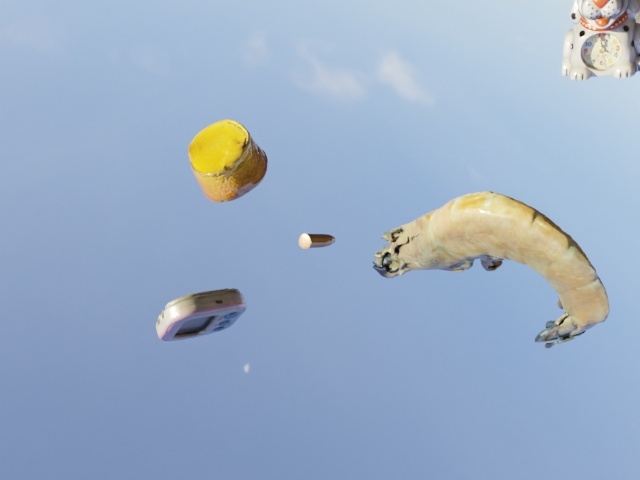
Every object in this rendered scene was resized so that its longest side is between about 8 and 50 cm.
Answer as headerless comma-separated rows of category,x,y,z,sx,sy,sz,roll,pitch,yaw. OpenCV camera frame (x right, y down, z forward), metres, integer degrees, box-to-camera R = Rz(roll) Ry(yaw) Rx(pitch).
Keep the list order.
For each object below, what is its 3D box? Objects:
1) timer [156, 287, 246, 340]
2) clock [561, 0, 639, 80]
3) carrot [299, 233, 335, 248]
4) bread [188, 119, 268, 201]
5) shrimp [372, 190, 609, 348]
timer,-0.279,0.172,1.661,0.191,0.208,0.069,-8,-109,-29
clock,0.620,-0.491,1.551,0.189,0.254,0.189,-10,-144,7
carrot,0.000,0.000,2.153,0.139,0.048,0.048,-3,-142,-46
bread,-0.244,-0.207,1.882,0.195,0.142,0.269,-31,-141,0
shrimp,0.130,0.025,0.561,0.152,0.219,0.046,41,-113,-18
